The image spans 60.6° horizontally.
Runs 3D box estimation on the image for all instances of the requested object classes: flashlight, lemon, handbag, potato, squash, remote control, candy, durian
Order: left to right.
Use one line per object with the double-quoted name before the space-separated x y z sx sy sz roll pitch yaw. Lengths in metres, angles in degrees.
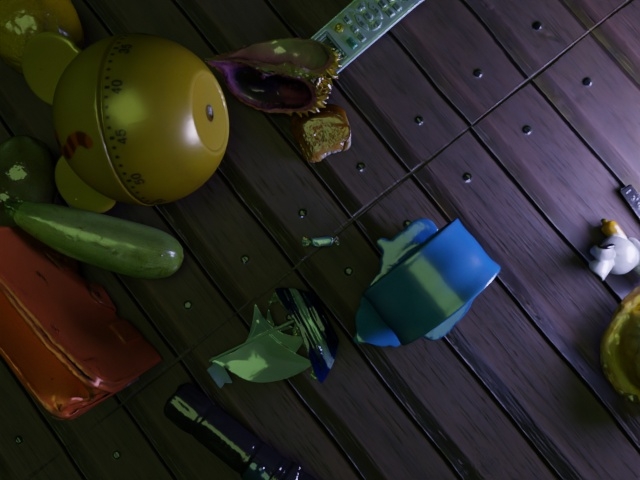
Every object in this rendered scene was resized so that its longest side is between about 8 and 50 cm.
"potato" -0.675 -0.108 1.217 0.159 0.174 0.251 27 97 -27
"lemon" -0.639 -0.474 1.214 0.204 0.204 0.260 -36 70 2
"handbag" -0.532 0.147 1.112 0.116 0.303 0.410 -41 87 8
"squash" -0.477 -0.002 1.165 0.371 0.118 0.118 17 88 -18
"flashlight" -0.159 0.459 1.169 0.424 0.103 0.103 35 90 8
"durian" -0.073 -0.367 1.184 0.261 0.154 0.186 29 78 21
"candy" 0.000 0.000 1.216 0.083 0.020 0.030 -5 89 3
"remote control" 0.097 -0.484 1.227 0.293 0.051 0.103 -38 83 5

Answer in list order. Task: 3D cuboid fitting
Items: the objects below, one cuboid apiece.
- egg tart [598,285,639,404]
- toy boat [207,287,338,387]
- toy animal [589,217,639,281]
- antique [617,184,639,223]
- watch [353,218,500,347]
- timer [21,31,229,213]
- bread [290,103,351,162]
"egg tart" 0.707 0.214 1.087 0.288 0.118 0.288 1 98 7
"toy boat" -0.106 0.209 1.190 0.292 0.070 0.210 -4 83 7
"toy animal" 0.612 0.023 1.114 0.182 0.127 0.131 7 93 -6
"antique" 0.699 -0.034 1.160 0.031 0.015 0.192 -33 84 2
"watch" 0.178 0.097 1.068 0.305 0.274 0.241 -41 84 -4
"timer" -0.396 -0.241 1.115 0.387 0.376 0.376 -3 86 12
"bread" 0.003 -0.245 1.222 0.129 0.044 0.126 -18 86 0
